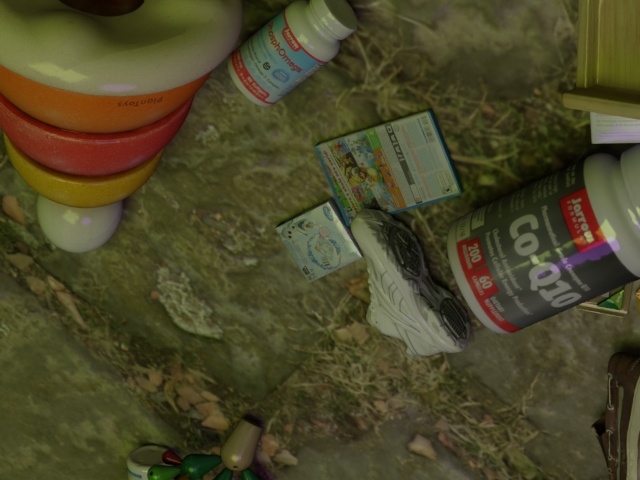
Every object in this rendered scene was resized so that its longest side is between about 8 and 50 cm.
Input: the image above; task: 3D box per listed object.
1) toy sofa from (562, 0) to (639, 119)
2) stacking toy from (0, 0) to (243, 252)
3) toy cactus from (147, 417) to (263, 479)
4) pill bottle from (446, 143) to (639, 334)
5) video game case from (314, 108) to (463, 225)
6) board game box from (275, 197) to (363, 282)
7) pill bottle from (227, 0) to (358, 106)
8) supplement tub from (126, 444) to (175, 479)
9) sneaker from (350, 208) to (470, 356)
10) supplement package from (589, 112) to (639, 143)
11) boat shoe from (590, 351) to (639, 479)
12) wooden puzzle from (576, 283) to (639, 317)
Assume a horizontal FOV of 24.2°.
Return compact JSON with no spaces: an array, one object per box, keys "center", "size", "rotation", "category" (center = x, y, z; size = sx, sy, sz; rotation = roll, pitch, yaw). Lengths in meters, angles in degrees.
[{"center":[0.356,-0.310,1.530],"size":[0.150,0.177,0.362],"rotation":[14,115,39],"category":"toy sofa"},{"center":[-0.306,-0.159,1.908],"size":[0.350,0.350,0.480],"rotation":[24,134,7],"category":"stacking toy"},{"center":[-0.136,0.343,2.158],"size":[0.219,0.112,0.180],"rotation":[26,91,-7],"category":"toy cactus"},{"center":[0.311,-0.008,1.809],"size":[0.283,0.161,0.161],"rotation":[-27,103,27],"category":"pill bottle"},{"center":[0.088,-0.093,1.931],"size":[0.166,0.015,0.119],"rotation":[-16,108,24],"category":"video game case"},{"center":[0.000,0.000,1.999],"size":[0.090,0.020,0.090],"rotation":[-25,103,27],"category":"board game box"},{"center":[-0.033,-0.243,1.861],"size":[0.160,0.087,0.087],"rotation":[-36,98,28],"category":"pill bottle"},{"center":[-0.251,0.366,2.223],"size":[0.071,0.071,0.107],"rotation":[8,116,15],"category":"supplement tub"},{"center":[0.093,0.067,1.959],"size":[0.115,0.090,0.232],"rotation":[-25,106,32],"category":"sneaker"},{"center":[0.373,-0.246,1.691],"size":[0.134,0.139,0.244],"rotation":[0,113,18],"category":"supplement package"},{"center":[0.403,0.255,1.952],"size":[0.095,0.095,0.257],"rotation":[23,123,35],"category":"boat shoe"},{"center":[0.364,0.062,1.908],"size":[0.116,0.014,0.078],"rotation":[4,114,17],"category":"wooden puzzle"}]
